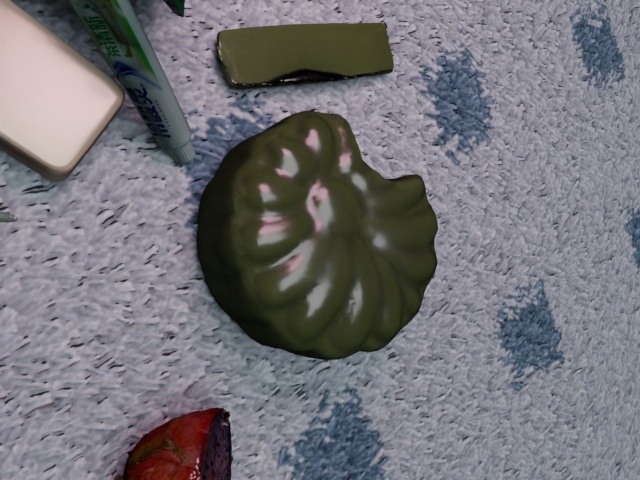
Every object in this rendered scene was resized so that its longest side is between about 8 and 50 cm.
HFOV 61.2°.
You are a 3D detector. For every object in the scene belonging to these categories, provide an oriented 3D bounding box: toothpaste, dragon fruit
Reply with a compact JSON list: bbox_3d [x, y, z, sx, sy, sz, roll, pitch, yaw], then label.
[{"bbox_3d":[-0.219,-0.204,0.645,0.297,0.075,0.048,72,21,-53],"label":"toothpaste"},{"bbox_3d":[-0.195,0.314,0.659,0.148,0.218,0.223,3,40,1],"label":"dragon fruit"}]

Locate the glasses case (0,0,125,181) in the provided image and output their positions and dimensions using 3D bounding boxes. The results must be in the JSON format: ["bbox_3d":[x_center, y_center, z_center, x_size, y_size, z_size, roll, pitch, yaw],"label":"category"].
[{"bbox_3d":[-0.405,-0.218,0.617,0.336,0.076,0.144,38,70,-23],"label":"glasses case"}]

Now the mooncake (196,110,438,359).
[{"bbox_3d":[0.000,0.000,0.778,0.351,0.187,0.351,1,88,-32],"label":"mooncake"}]

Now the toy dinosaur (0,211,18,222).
[{"bbox_3d":[-0.513,0.034,0.530,0.393,0.092,0.205,-18,96,-31],"label":"toy dinosaur"}]

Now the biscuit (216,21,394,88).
[{"bbox_3d":[-0.015,-0.297,0.870,0.322,0.038,0.099,-16,92,-29],"label":"biscuit"}]

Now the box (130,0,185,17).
[{"bbox_3d":[-0.320,-0.380,0.626,0.337,0.106,0.264,18,46,-27],"label":"box"}]
